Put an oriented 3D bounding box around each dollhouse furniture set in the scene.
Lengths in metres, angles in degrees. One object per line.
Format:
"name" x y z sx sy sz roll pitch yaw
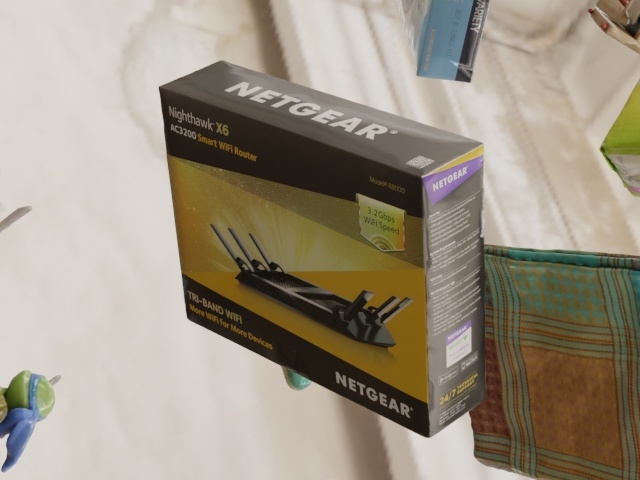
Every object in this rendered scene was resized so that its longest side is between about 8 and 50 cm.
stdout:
"dollhouse furniture set" 0.369 -0.279 1.615 0.129 0.129 0.184 -56 -161 19

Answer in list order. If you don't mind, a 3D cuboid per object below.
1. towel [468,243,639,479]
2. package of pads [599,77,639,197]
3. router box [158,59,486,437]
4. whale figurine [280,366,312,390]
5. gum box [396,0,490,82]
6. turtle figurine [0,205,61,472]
"towel" 0.280 0.139 1.468 0.370 0.040 0.271 6 -68 46
"package of pads" 0.489 -0.146 1.677 0.296 0.101 0.229 7 -124 46
"router box" 0.000 0.000 1.269 0.309 0.081 0.243 21 -53 40
"whale figurine" 0.042 0.111 2.019 0.141 0.272 0.216 -32 -99 40
"gum box" 0.087 -0.218 1.002 0.184 0.041 0.157 -96 -166 -58
"turtle figurine" -0.393 0.142 1.469 0.198 0.266 0.275 88 -7 -49
